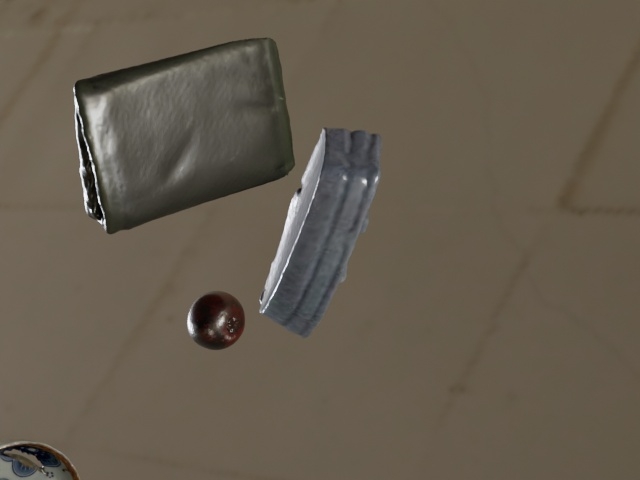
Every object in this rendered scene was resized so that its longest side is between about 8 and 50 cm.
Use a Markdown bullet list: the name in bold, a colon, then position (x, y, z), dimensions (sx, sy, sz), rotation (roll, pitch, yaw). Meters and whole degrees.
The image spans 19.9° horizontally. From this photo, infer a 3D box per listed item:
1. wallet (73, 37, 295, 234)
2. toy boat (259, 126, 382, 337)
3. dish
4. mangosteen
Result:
- **wallet**: position (-0.143, -0.115, 1.936), dimensions (0.245, 0.168, 0.052), rotation (-18, -159, -28)
- **toy boat**: position (0.000, 0.000, 2.100), dimensions (0.127, 0.078, 0.283), rotation (-89, -162, -52)
- **dish**: position (-0.302, 0.241, 1.718), dimensions (0.141, 0.141, 0.078), rotation (-41, -146, -14)
- **mangosteen**: position (-0.142, 0.106, 2.427), dimensions (0.081, 0.081, 0.081), rotation (-25, -150, 16)
